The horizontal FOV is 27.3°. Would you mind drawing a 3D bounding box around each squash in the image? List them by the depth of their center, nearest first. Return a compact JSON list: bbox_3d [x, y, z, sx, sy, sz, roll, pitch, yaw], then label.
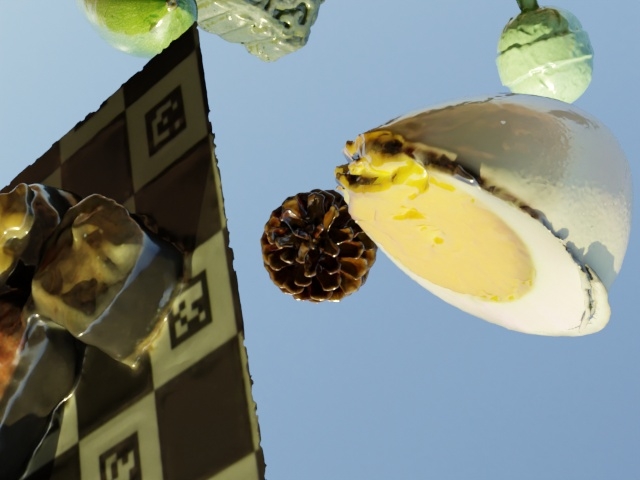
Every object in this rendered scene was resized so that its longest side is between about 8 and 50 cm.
[{"bbox_3d":[-0.225,-0.279,1.554,0.107,0.107,0.395,-52,-152,1],"label":"squash"}]

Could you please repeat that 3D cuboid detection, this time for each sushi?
[{"bbox_3d":[-0.180,0.093,0.708,0.343,0.064,0.359,-35,-130,31],"label":"sushi"}]

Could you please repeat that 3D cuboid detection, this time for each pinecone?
[{"bbox_3d":[-0.005,0.005,1.768,0.163,0.163,0.165,-54,170,-3],"label":"pinecone"}]

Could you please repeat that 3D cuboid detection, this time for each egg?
[{"bbox_3d":[0.166,-0.045,1.234,0.286,0.264,0.174,8,-125,45],"label":"egg"}]

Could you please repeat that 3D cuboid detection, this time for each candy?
[{"bbox_3d":[0.235,-0.376,1.628,0.119,0.119,0.439,-14,-88,45],"label":"candy"}]

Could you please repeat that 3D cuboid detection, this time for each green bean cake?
[{"bbox_3d":[-0.101,-0.379,1.810,0.125,0.227,0.222,-5,-120,62],"label":"green bean cake"}]
